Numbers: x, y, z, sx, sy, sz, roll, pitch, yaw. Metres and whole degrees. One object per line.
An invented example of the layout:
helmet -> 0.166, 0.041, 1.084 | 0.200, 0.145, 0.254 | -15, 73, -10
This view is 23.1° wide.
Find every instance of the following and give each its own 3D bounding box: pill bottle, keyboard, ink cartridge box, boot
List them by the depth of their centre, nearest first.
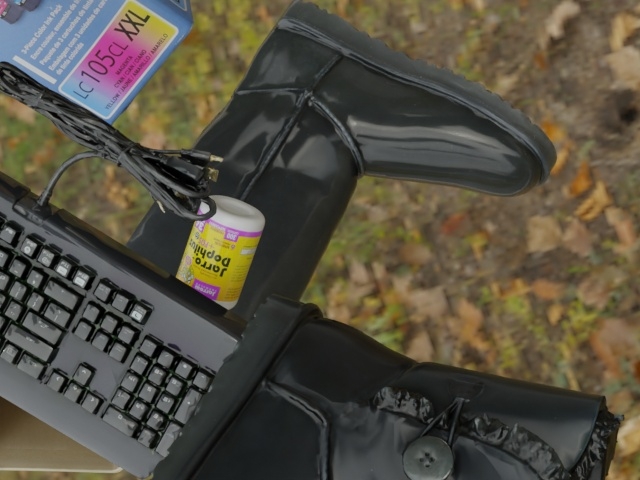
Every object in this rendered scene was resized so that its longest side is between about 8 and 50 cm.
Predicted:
boot -> 0.020, 0.154, 0.776 | 0.207, 0.246, 0.094 | 19, 152, 21
keyboard -> -0.185, -0.007, 0.970 | 0.317, 0.033, 0.201 | 30, 98, 5
pill bottle -> -0.068, 0.016, 1.007 | 0.043, 0.043, 0.083 | 36, 113, 42
ink cartridge box -> -0.323, -0.306, 1.457 | 0.151, 0.395, 0.270 | -50, 27, 20
boot -> -0.002, -0.001, 1.694 | 0.367, 0.445, 0.146 | 27, 158, 13

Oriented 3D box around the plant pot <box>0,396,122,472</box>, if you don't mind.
plant pot -> -0.192, 0.094, 1.125 | 0.096, 0.109, 0.109 | -102, 20, -51
